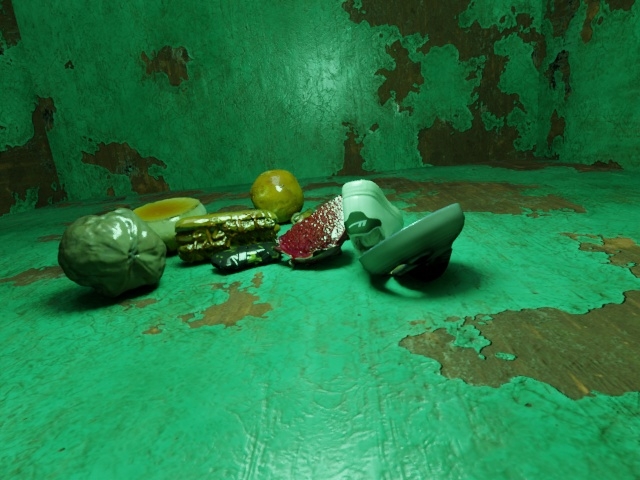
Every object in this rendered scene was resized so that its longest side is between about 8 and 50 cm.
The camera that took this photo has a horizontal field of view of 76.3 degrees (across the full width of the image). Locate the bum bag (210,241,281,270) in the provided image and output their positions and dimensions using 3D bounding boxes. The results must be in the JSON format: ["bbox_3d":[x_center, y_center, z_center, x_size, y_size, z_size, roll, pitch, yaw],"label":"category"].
[{"bbox_3d":[-0.215,0.047,1.243,0.232,0.060,0.106,-14,26,-22],"label":"bum bag"}]

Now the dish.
[{"bbox_3d":[0.241,0.036,0.980,0.273,0.134,0.273,-27,-11,-5],"label":"dish"}]

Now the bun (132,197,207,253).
[{"bbox_3d":[-0.565,-0.043,1.504,0.298,0.165,0.299,-5,22,2],"label":"bun"}]

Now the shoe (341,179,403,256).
[{"bbox_3d":[0.153,-0.018,1.139,0.131,0.160,0.363,-6,-22,22],"label":"shoe"}]

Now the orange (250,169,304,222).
[{"bbox_3d":[-0.186,-0.189,1.772,0.239,0.240,0.240,-5,15,1],"label":"orange"}]

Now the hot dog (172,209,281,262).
[{"bbox_3d":[-0.298,-0.010,1.326,0.348,0.158,0.117,-7,33,-18],"label":"hot dog"}]

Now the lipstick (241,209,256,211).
[{"bbox_3d":[-0.300,-0.123,1.922,0.145,0.045,0.045,-1,18,15],"label":"lipstick"}]

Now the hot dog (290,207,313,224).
[{"bbox_3d":[-0.067,-0.095,1.707,0.089,0.060,0.140,12,20,38],"label":"hot dog"}]

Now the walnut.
[{"bbox_3d":[-0.561,0.033,1.110,0.272,0.227,0.273,-11,13,2],"label":"walnut"}]

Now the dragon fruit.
[{"bbox_3d":[0.007,0.009,1.198,0.274,0.126,0.161,-34,44,6],"label":"dragon fruit"}]
